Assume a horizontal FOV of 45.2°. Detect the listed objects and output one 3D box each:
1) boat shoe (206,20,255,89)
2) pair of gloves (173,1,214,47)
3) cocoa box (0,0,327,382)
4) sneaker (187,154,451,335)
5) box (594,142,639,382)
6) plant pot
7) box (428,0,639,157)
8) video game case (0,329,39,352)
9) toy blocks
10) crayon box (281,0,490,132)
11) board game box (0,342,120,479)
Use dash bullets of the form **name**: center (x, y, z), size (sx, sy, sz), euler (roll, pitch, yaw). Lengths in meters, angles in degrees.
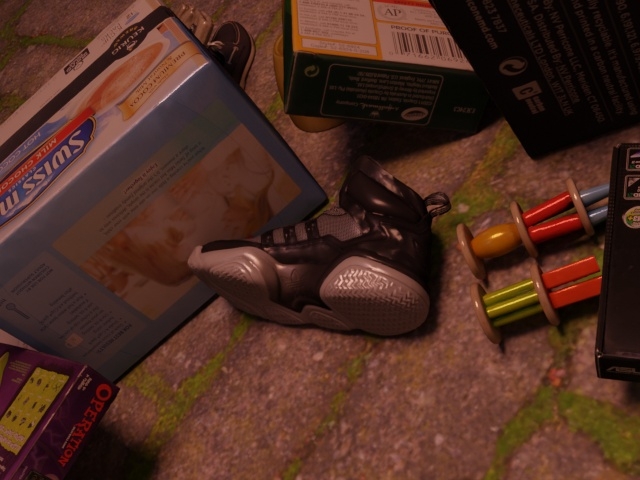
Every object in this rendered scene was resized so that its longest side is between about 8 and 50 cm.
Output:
- **boat shoe**: center (-0.145, -0.265, 1.117), size (0.075, 0.065, 0.206), euler (-20, 46, 24)
- **pair of gloves**: center (-0.209, -0.235, 1.100), size (0.204, 0.042, 0.240), euler (-64, 27, 11)
- **cocoa box**: center (-0.216, -0.055, 0.866), size (0.347, 0.231, 0.228), euler (-41, 42, 3)
- **sneaker**: center (0.000, 0.000, 0.757), size (0.268, 0.101, 0.153), euler (6, 59, 34)
- **box**: center (0.293, 0.015, 0.525), size (0.190, 0.045, 0.184), euler (4, 55, 24)
- **plant pot**: center (-0.005, -0.214, 0.942), size (0.134, 0.095, 0.134), euler (-21, 45, 23)
- **box**: center (0.322, -0.399, 0.652), size (0.471, 0.297, 0.480), euler (-18, 55, 27)
- **video game case**: center (-0.473, 0.186, 1.011), size (0.329, 0.036, 0.300), euler (-31, 42, 13)
- **toy blocks**: center (0.194, 0.009, 0.628), size (0.148, 0.054, 0.123), euler (-24, 44, 20)
- **crayon box**: center (0.061, -0.259, 0.860), size (0.203, 0.083, 0.323), euler (4, 48, -9)
- **board game box**: center (-0.340, 0.206, 0.770), size (0.346, 0.056, 0.208), euler (-2, 47, 52)
